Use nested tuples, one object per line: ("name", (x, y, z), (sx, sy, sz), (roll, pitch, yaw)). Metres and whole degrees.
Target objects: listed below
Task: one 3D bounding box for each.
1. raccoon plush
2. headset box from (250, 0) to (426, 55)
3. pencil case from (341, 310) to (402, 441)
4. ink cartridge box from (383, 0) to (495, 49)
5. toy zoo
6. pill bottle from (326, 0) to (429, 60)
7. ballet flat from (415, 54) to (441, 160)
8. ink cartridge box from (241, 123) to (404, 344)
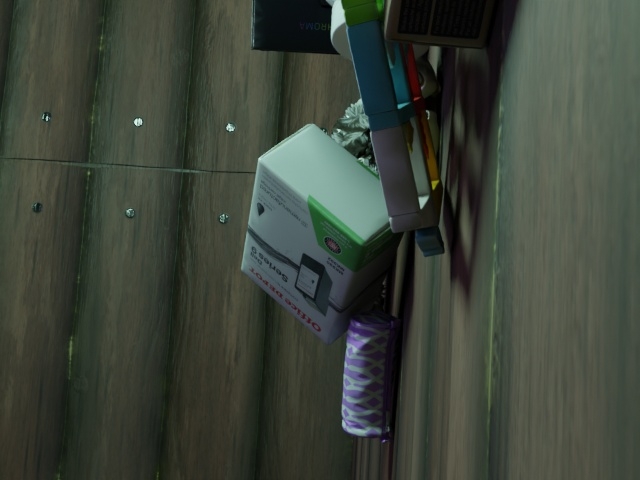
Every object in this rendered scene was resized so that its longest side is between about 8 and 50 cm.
("raccoon plush", (0.089, -0.031, 1.632), (0.446, 0.216, 0.299), (-53, -33, -28))
("headset box", (0.029, -0.343, 1.240), (0.283, 0.246, 0.131), (-81, -6, -76))
("pencil case", (0.081, 0.213, 1.310), (0.088, 0.086, 0.206), (18, 111, 52))
("ink cartridge box", (0.100, -0.303, 0.675), (0.193, 0.088, 0.235), (94, 179, -49))
("toy zoo", (0.074, -0.126, 0.786), (0.192, 0.030, 0.293), (-46, -56, -71))
("pill bottle", (0.074, -0.347, 0.954), (0.152, 0.152, 0.272), (91, -177, -74))
("ballet flat", (0.114, -0.152, 0.968), (0.068, 0.072, 0.213), (-28, 55, 58))
("ink cartridge box", (0.000, 0.000, 1.294), (0.121, 0.211, 0.289), (-39, -21, -32))
